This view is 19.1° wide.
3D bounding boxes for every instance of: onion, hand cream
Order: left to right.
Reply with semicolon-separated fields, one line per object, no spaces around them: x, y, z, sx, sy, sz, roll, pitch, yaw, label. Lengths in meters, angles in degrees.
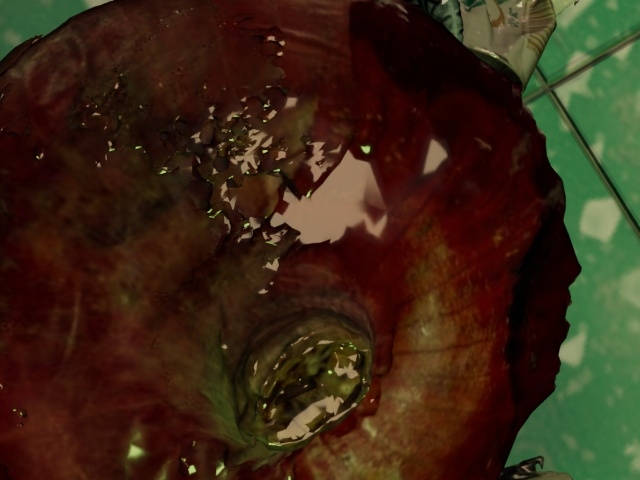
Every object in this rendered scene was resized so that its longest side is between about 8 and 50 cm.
-0.026;0.030;0.672;0.252;0.219;0.252;-4;106;-15;onion
0.101;-0.154;0.959;0.084;0.050;0.257;30;58;-11;hand cream

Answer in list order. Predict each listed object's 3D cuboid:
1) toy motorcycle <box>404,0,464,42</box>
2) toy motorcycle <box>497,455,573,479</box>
0.007;-0.224;0.863;0.113;0.169;0.315;-21;83;-30;toy motorcycle
0.053;0.205;0.782;0.157;0.091;0.263;10;66;-15;toy motorcycle
